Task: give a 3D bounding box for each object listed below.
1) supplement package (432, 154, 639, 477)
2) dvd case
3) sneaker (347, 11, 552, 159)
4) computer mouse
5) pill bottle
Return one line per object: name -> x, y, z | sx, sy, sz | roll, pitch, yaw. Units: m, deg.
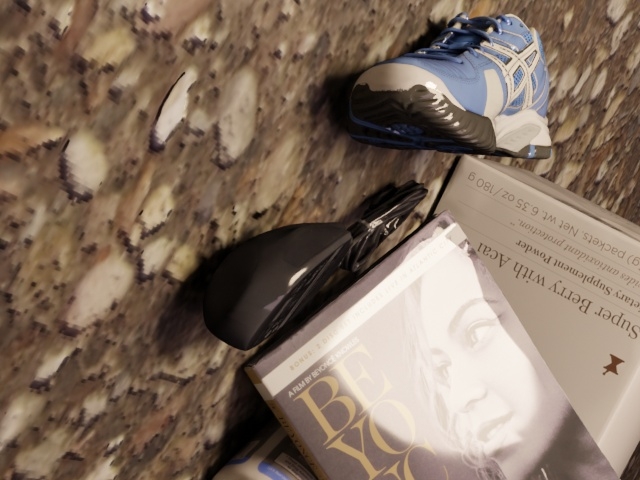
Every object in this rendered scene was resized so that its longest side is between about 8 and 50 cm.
supplement package -> 0.135, 0.111, 1.046 | 0.293, 0.177, 0.175 | -65, 159, 9
dvd case -> 0.077, 0.117, 0.884 | 0.164, 0.221, 0.018 | -38, -170, -24
sneaker -> 0.074, -0.089, 0.823 | 0.211, 0.080, 0.081 | -4, 99, -66
computer mouse -> 0.000, 0.000, 0.806 | 0.071, 0.041, 0.242 | -53, 170, 25
pill bottle -> 0.001, 0.133, 0.909 | 0.137, 0.078, 0.078 | -42, 152, -38
